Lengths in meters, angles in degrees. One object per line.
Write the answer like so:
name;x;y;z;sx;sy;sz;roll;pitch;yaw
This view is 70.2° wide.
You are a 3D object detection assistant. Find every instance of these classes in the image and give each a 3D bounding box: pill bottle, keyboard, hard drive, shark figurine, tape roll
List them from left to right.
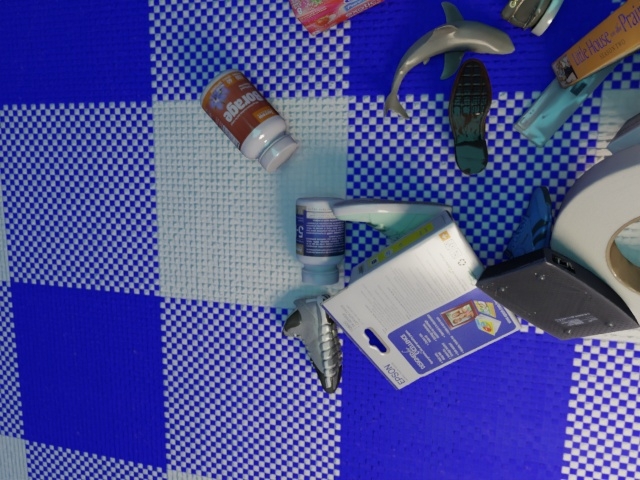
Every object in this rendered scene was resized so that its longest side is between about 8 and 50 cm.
pill bottle;-0.155;-0.262;1.010;0.121;0.121;0.216;-43;86;17
pill bottle;0.000;0.000;1.012;0.111;0.112;0.187;2;98;15
shark figurine;0.218;-0.373;0.900;0.278;0.116;0.166;-30;88;15
hard drive;0.437;0.103;0.846;0.254;0.054;0.172;30;148;-18
keyboard;0.494;-0.304;0.888;0.072;0.014;0.256;39;106;1
tape roll;0.601;0.011;0.759;0.391;0.072;0.392;24;141;21

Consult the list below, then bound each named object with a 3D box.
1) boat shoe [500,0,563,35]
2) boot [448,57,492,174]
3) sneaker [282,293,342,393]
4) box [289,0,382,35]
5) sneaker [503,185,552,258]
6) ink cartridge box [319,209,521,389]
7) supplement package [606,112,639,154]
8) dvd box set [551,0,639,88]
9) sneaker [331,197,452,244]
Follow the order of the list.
boat shoe;0.433;-0.537;0.817;0.091;0.109;0.305;24;108;5
boot;0.292;-0.238;0.909;0.082;0.106;0.220;1;93;10
sneaker;-0.025;0.244;1.079;0.132;0.086;0.229;-6;87;21
box;0.059;-0.535;0.908;0.256;0.128;0.123;-19;93;16
sneaker;0.418;-0.005;0.923;0.082;0.069;0.210;5;100;18
ink cartridge box;0.207;0.139;0.948;0.307;0.072;0.304;-31;114;18
supplement package;0.663;-0.169;0.729;0.204;0.145;0.262;52;144;3
dvd box set;0.545;-0.357;0.642;0.307;0.420;0.062;-27;91;14
sneaker;0.145;-0.008;0.952;0.255;0.094;0.151;4;103;-9
